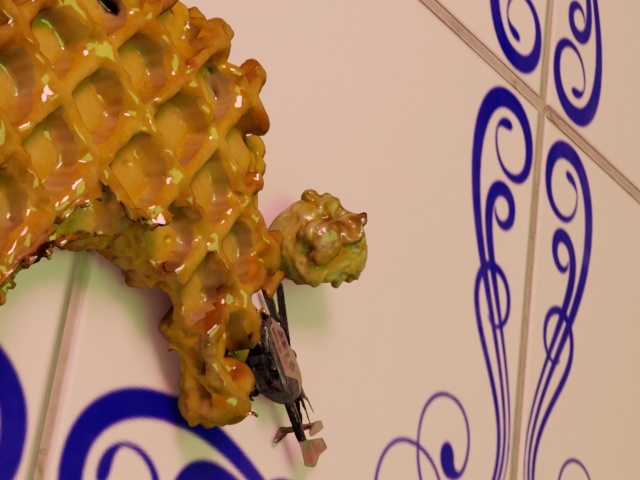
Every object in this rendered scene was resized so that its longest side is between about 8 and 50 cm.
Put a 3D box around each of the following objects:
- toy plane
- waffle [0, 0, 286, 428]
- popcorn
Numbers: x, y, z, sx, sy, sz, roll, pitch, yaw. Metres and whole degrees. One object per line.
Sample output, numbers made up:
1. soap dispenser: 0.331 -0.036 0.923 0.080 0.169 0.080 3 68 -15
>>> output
1. toy plane: -0.024 0.089 0.828 0.049 0.031 0.121 -32 107 -60
2. waffle: -0.111 -0.041 0.703 0.293 0.069 0.260 21 68 -52
3. popcorn: -0.002 -0.002 0.852 0.083 0.068 0.060 -81 -179 -78
